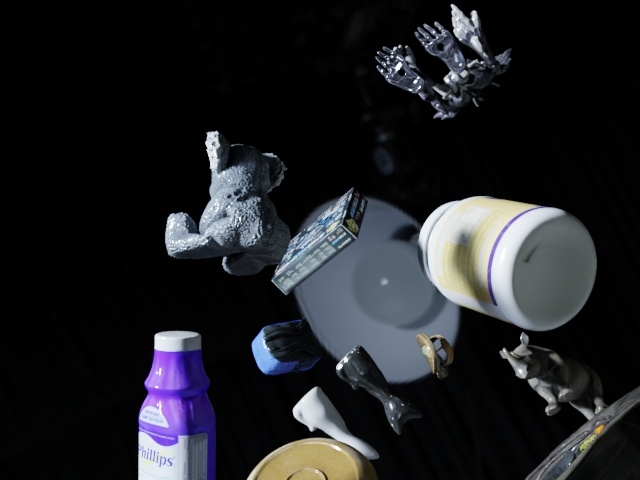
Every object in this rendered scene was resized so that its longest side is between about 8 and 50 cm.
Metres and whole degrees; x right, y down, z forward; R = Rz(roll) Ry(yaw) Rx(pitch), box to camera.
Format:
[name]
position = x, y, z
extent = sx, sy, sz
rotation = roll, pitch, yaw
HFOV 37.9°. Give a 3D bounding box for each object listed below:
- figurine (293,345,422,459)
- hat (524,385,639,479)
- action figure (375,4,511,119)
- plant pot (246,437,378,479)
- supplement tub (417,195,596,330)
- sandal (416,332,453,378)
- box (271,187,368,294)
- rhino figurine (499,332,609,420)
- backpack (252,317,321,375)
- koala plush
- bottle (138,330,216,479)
[figurine]
position = 0.082, 0.378, 2.056
extent = 0.215, 0.209, 0.092
rotation = -43, -11, -5
[hat]
position = 0.340, 0.323, 1.174
extent = 0.331, 0.134, 0.331
rotation = -37, -14, -11
[action figure]
position = 0.192, -0.273, 1.421
extent = 0.164, 0.141, 0.275
rotation = -36, -13, 22
[plant pot]
position = -0.024, 0.408, 1.520
extent = 0.236, 0.032, 0.236
rotation = -11, 36, 8
[supplement tub]
position = 0.371, 0.037, 1.911
extent = 0.241, 0.241, 0.331
rotation = -23, 18, -21
[sandal]
position = 0.204, 0.194, 1.604
extent = 0.049, 0.072, 0.180
rotation = -28, -23, 5
[box]
position = 0.000, 0.000, 2.028
extent = 0.220, 0.051, 0.175
rotation = -39, 15, 27
[rhino figurine]
position = 0.364, 0.216, 1.469
extent = 0.243, 0.106, 0.073
rotation = 28, -56, -31
[backpack]
position = -0.075, 0.222, 1.849
extent = 0.120, 0.098, 0.101
rotation = -2, -38, -40
[koala plush]
position = -0.141, -0.074, 1.654
extent = 0.196, 0.221, 0.203
rotation = 20, -25, -38
[bottle]
position = -0.206, 0.275, 1.344
extent = 0.118, 0.283, 0.092
rotation = 5, 5, 44
